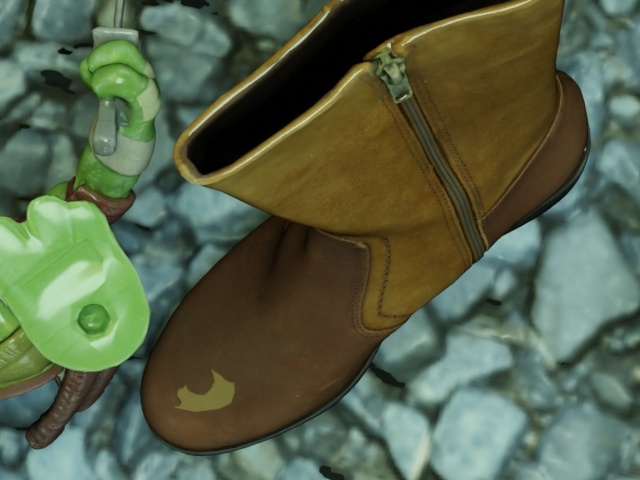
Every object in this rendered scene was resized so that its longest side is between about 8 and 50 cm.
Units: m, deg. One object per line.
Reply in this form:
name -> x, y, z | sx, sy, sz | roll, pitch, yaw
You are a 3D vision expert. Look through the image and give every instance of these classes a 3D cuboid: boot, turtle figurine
boot -> 0.000, 0.000, 0.659 | 0.264, 0.280, 0.096 | -30, 78, 7
turtle figurine -> -0.168, -0.023, 0.686 | 0.197, 0.266, 0.275 | 3, 102, -13
